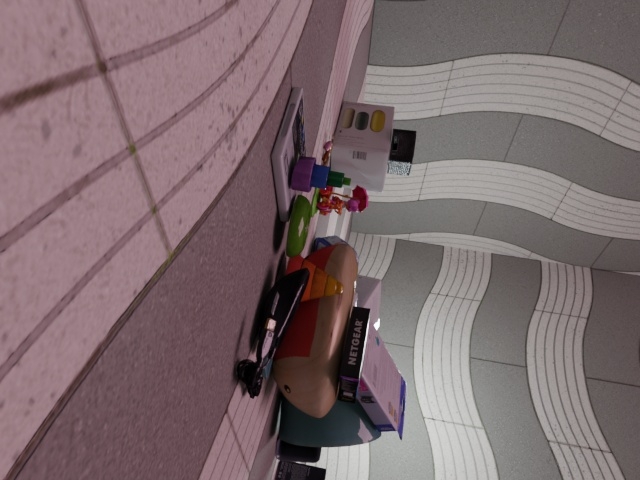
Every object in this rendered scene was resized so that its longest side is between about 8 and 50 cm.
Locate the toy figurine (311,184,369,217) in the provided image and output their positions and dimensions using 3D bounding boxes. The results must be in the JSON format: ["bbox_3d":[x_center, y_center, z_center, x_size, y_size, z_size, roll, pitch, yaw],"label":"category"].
[{"bbox_3d":[0.064,-0.121,1.474,0.173,0.160,0.130,-73,170,-53],"label":"toy figurine"}]

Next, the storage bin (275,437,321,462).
[{"bbox_3d":[-0.067,0.621,1.518,0.091,0.135,0.098,-96,-168,-73],"label":"storage bin"}]

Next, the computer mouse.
[{"bbox_3d":[-0.091,0.144,0.884,0.184,0.060,0.261,96,16,-68],"label":"computer mouse"}]

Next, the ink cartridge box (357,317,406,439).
[{"bbox_3d":[0.153,0.376,1.324,0.311,0.065,0.185,58,29,-31],"label":"ink cartridge box"}]

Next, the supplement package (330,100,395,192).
[{"bbox_3d":[0.155,-0.347,1.817,0.198,0.200,0.262,91,10,-51],"label":"supplement package"}]

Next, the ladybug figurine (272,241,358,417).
[{"bbox_3d":[-0.009,0.200,1.225,0.305,0.162,0.448,88,13,-58],"label":"ladybug figurine"}]

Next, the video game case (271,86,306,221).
[{"bbox_3d":[-0.056,-0.157,0.926,0.190,0.022,0.173,88,12,-57],"label":"video game case"}]

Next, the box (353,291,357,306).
[{"bbox_3d":[0.027,0.154,1.480,0.038,0.186,0.145,-34,146,-29],"label":"box"}]

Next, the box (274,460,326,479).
[{"bbox_3d":[-0.068,0.810,1.623,0.093,0.159,0.155,-75,171,-46],"label":"box"}]

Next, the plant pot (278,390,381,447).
[{"bbox_3d":[0.025,0.434,1.415,0.293,0.294,0.234,61,28,-81],"label":"plant pot"}]

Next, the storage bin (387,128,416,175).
[{"bbox_3d":[0.290,-0.314,1.771,0.180,0.085,0.121,55,43,-79],"label":"storage bin"}]

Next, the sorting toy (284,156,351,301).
[{"bbox_3d":[0.000,0.000,0.996,0.127,0.126,0.365,-74,173,-50],"label":"sorting toy"}]

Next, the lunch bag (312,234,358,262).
[{"bbox_3d":[0.036,0.103,1.602,0.176,0.090,0.218,44,-47,50],"label":"lunch bag"}]

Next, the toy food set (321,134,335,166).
[{"bbox_3d":[0.017,-0.263,1.511,0.078,0.019,0.122,-1,108,-84],"label":"toy food set"}]

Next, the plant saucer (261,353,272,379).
[{"bbox_3d":[-0.100,0.196,1.057,0.067,0.018,0.191,92,8,-52],"label":"plant saucer"}]

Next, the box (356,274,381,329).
[{"bbox_3d":[0.078,0.291,1.717,0.345,0.169,0.214,-47,142,-54],"label":"box"}]

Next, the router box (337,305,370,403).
[{"bbox_3d":[0.077,0.260,1.125,0.133,0.046,0.178,90,11,-51],"label":"router box"}]
